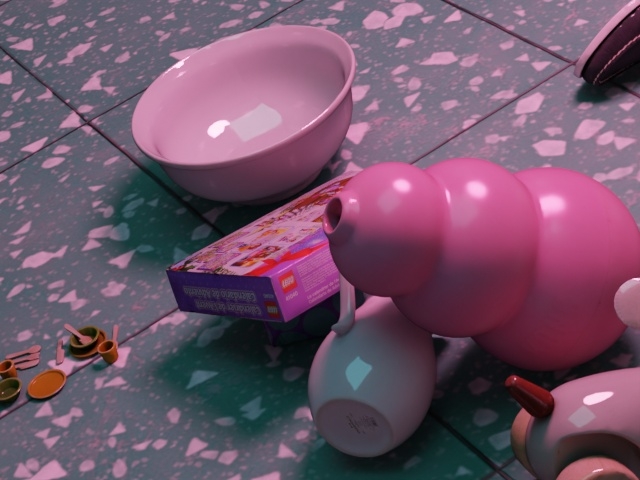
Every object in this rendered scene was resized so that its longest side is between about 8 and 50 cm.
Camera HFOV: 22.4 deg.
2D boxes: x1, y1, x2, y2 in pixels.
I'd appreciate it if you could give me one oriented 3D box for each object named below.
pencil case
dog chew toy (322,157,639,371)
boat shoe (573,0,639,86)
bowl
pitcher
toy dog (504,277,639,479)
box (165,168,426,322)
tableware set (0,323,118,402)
[{"bbox_3d":[0.008,0.069,1.792,0.152,0.064,0.070,-16,46,6],"label":"pencil case"},{"bbox_3d":[0.155,0.011,1.582,0.332,0.206,0.206,14,24,-28],"label":"dog chew toy"},{"bbox_3d":[0.449,-0.281,2.009,0.302,0.114,0.091,-40,78,-6],"label":"boat shoe"},{"bbox_3d":[-0.081,-0.138,2.048,0.298,0.134,0.298,-13,37,10],"label":"bowl"},{"bbox_3d":[0.049,0.099,1.635,0.125,0.178,0.207,-18,31,33],"label":"pitcher"},{"bbox_3d":[0.293,0.115,1.455,0.333,0.161,0.220,-46,27,-19],"label":"toy dog"},{"bbox_3d":[0.000,0.000,1.802,0.293,0.057,0.201,-29,18,-33],"label":"box"},{"bbox_3d":[-0.309,0.141,1.885,0.154,0.024,0.104,-15,36,7],"label":"tableware set"}]
